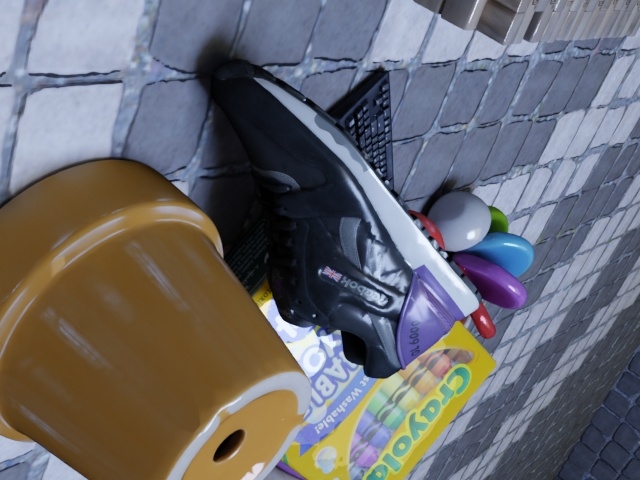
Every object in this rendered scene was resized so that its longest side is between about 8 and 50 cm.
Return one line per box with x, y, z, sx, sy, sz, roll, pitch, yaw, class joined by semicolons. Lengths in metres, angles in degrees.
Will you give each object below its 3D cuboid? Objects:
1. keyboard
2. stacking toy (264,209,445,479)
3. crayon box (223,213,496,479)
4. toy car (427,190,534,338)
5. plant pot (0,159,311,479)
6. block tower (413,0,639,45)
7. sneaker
0.034;-0.066;0.829;0.108;0.023;0.180;-41;150;-20;keyboard
0.030;0.117;0.946;0.141;0.141;0.330;11;106;-60;stacking toy
0.028;0.119;0.820;0.203;0.083;0.323;-49;125;-7;crayon box
0.172;0.046;1.025;0.182;0.136;0.159;-48;138;-9;toy car
-0.114;0.080;0.589;0.205;0.188;0.205;-37;149;-27;plant pot
0.227;-0.248;0.837;0.335;0.091;0.097;-19;138;-47;block tower
0.000;0.000;0.656;0.124;0.107;0.283;-44;116;-3;sneaker
